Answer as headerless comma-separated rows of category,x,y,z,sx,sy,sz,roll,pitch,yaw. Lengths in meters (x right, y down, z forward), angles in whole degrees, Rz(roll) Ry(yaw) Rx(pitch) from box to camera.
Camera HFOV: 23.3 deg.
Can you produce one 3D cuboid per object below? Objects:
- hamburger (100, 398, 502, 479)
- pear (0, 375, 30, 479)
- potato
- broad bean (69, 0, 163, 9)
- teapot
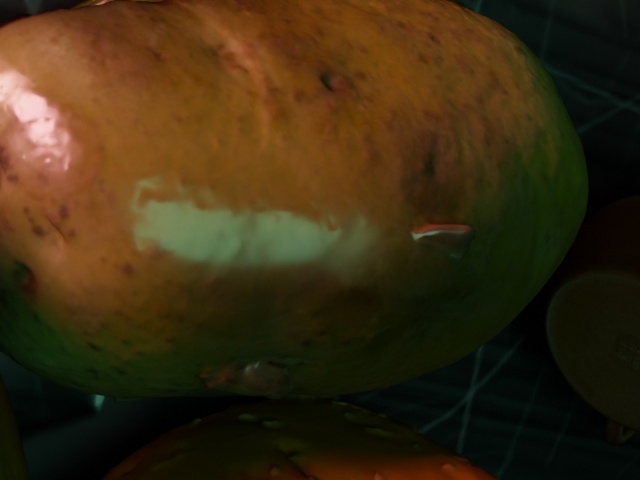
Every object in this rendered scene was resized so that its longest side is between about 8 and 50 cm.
hamburger,0.004,0.180,0.585,0.244,0.244,0.163,-5,116,-27
pear,-0.211,0.105,0.440,0.269,0.269,0.321,4,84,-29
potato,0.000,0.000,0.573,0.272,0.111,0.160,-6,124,-35
broad bean,-0.064,-0.075,0.579,0.256,0.052,0.053,-31,76,-15
teapot,0.165,0.027,0.708,0.116,0.116,0.173,-15,137,-24
